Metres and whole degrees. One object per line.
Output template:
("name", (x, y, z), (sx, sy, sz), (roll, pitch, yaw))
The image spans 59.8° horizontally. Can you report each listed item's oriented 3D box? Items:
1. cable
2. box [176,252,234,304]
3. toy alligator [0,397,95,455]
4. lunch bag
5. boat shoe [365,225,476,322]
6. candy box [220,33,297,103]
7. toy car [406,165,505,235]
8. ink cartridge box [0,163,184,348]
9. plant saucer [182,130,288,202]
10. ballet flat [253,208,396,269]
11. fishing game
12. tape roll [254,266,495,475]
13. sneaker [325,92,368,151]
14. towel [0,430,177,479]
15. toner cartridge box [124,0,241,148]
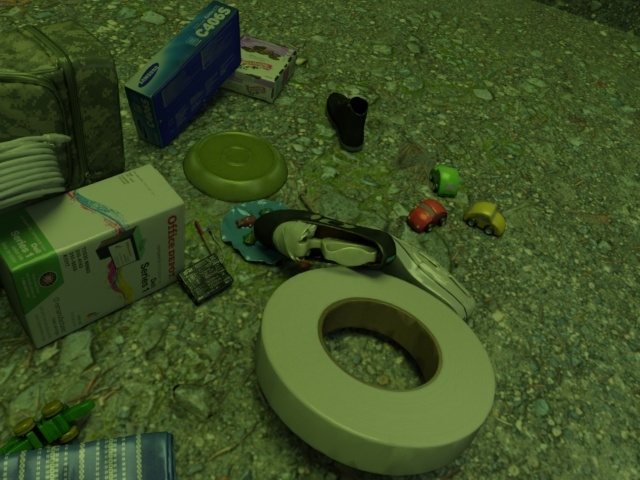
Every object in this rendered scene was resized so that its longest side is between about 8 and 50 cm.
("cable", (-0.507, -0.068, 0.803), (0.257, 0.089, 0.257), (-19, 12, 10))
("box", (-0.211, 0.070, 1.021), (0.083, 0.018, 0.067), (-33, 84, -36))
("toy alligator", (-0.408, 0.278, 0.775), (0.189, 0.056, 0.051), (-33, 17, -28))
("lunch bag", (-0.538, -0.238, 1.065), (0.256, 0.305, 0.212), (-25, 54, -36))
("boat shoe", (0.189, 0.060, 1.090), (0.267, 0.096, 0.088), (40, 47, 22))
("candy box", (-0.173, -0.476, 1.533), (0.164, 0.070, 0.196), (18, 46, 4))
("toy car", (0.307, -0.109, 1.306), (0.238, 0.053, 0.225), (3, 46, -10))
("ink cartridge box", (-0.369, 0.021, 0.918), (0.278, 0.201, 0.117), (-28, 59, -34))
("plant saucer", (-0.192, -0.182, 1.271), (0.240, 0.037, 0.241), (6, 46, -6))
("ballet flat", (0.000, 0.000, 1.026), (0.280, 0.095, 0.096), (7, 20, 10))
("fishing game", (-0.113, -0.027, 1.140), (0.264, 0.041, 0.189), (-15, 50, -24))
("tape roll", (0.087, 0.186, 0.902), (0.391, 0.072, 0.392), (12, 33, -8))
("sneaker", (0.075, -0.342, 1.429), (0.083, 0.118, 0.222), (-4, 48, -17))
("towel", (-0.340, 0.373, 0.674), (0.335, 0.040, 0.243), (-3, 58, -16))
("toner cartridge box", (-0.309, -0.395, 1.310), (0.075, 0.165, 0.348), (25, 59, 11))
